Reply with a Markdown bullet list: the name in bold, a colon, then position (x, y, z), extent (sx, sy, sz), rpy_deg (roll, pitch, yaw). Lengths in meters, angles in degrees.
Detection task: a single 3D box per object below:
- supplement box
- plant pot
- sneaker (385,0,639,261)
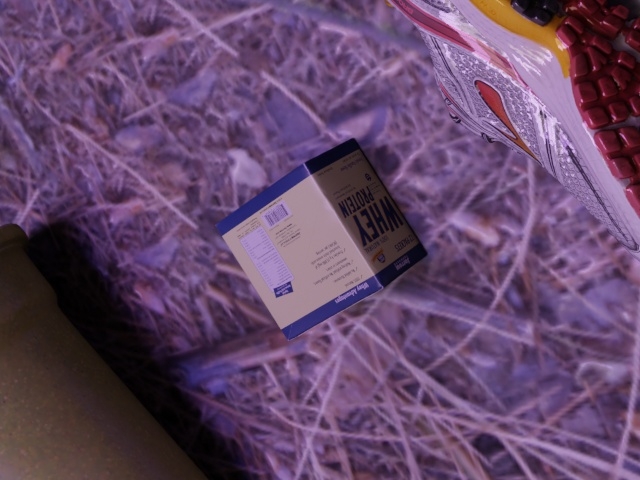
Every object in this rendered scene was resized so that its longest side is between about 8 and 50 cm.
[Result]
- **supplement box**: position (0.000, 0.000, 0.709), extent (0.083, 0.056, 0.083), rpy_deg (-32, 90, 38)
- **plant pot**: position (-0.206, 0.173, 0.813), extent (0.254, 0.276, 0.276), rpy_deg (41, 127, -2)
- **sneaker**: position (0.117, -0.078, 0.596), extent (0.225, 0.088, 0.093), rpy_deg (54, 148, 3)
